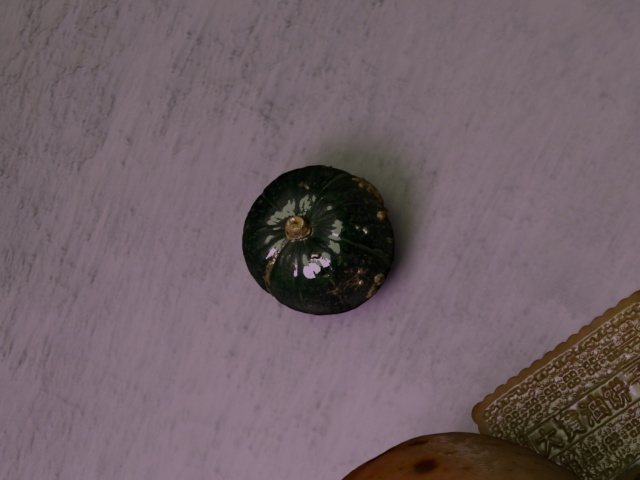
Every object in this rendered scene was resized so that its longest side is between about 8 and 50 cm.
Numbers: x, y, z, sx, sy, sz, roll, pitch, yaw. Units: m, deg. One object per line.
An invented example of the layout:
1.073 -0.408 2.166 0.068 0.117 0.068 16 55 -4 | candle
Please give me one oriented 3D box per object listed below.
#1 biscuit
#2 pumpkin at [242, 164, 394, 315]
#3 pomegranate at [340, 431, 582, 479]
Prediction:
0.305 0.186 1.281 0.254 0.029 0.172 -37 64 13 | biscuit
-0.001 0.000 1.410 0.190 0.146 0.190 -1 81 4 | pumpkin
0.170 0.372 1.140 0.410 0.410 0.410 -6 75 25 | pomegranate
